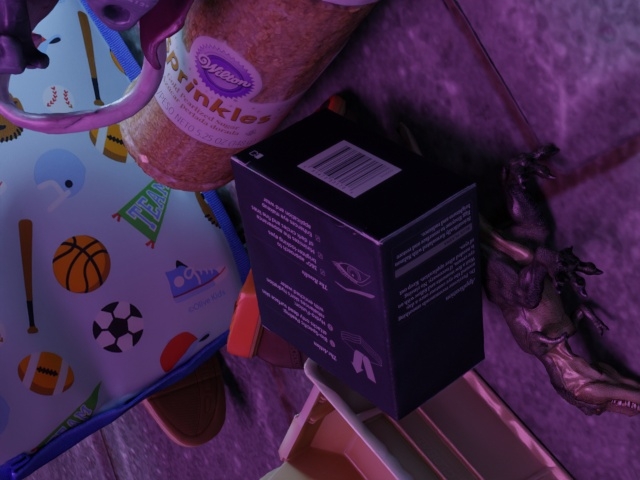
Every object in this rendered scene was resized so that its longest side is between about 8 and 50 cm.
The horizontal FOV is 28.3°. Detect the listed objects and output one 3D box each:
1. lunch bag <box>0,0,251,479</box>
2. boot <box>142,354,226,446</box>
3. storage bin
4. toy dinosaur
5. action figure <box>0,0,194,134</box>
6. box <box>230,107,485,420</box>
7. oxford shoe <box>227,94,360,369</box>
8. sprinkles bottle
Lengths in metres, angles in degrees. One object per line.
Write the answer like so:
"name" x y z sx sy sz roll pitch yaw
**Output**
"lunch bag" -0.280 -0.003 1.174 0.385 0.328 0.239 55 152 5
"boot" -0.209 0.133 1.400 0.262 0.095 0.203 55 147 12
"storage bin" 0.068 0.223 1.059 0.260 0.123 0.262 48 146 19
"toy dinosaur" 0.135 0.007 0.857 0.268 0.064 0.118 56 155 13
"action figure" -0.130 -0.292 0.849 0.276 0.248 0.370 80 -171 -66
"box" 0.028 0.014 0.889 0.156 0.093 0.158 32 141 41
"oxford shoe" 0.000 0.000 1.037 0.098 0.097 0.271 19 132 0
"sprinkles bottle" -0.044 -0.156 0.919 0.121 0.121 0.355 57 148 6
